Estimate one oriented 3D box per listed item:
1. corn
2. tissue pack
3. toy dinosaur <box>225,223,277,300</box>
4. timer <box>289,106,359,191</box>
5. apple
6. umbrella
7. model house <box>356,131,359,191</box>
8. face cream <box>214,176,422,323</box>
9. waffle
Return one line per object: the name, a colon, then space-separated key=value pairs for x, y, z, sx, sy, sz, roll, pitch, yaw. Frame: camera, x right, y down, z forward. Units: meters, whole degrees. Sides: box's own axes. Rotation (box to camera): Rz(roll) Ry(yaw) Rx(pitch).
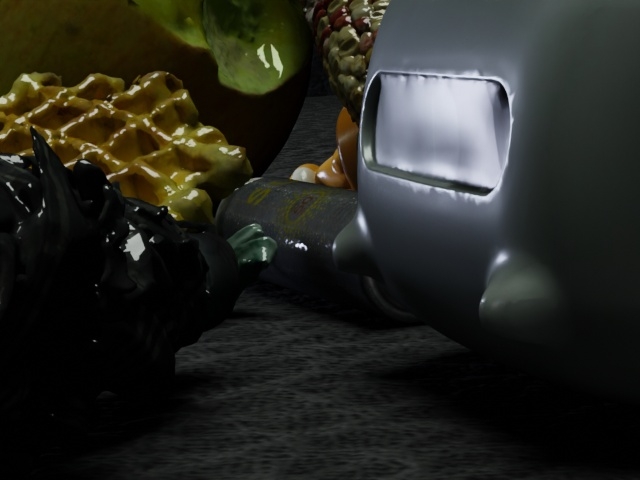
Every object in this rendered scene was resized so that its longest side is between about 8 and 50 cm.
corn: x=0.029 y=-0.174 z=1.301 sx=0.098 sy=0.098 sz=0.290 roll=-3 pitch=38 yaw=-7
tissue pack: x=0.147 y=-0.043 z=0.856 sx=0.236 sy=0.229 sz=0.333 roll=-2 pitch=7 yaw=-17
toy dinosaur: x=-0.188 y=-0.003 z=1.241 sx=0.383 sy=0.076 sz=0.129 roll=-2 pitch=26 yaw=26
timer: x=0.030 y=-0.053 z=1.545 sx=0.152 sy=0.132 sz=0.132 roll=-24 pitch=-4 yaw=28
apple: x=-0.182 y=-0.143 z=1.417 sx=0.339 sy=0.339 sz=0.339 roll=-2 pitch=7 yaw=0
umbrella: x=-0.121 y=0.040 z=0.807 sx=0.128 sy=0.154 sz=0.336 roll=40 pitch=1 yaw=16
model house: x=0.096 y=-0.024 z=1.245 sx=0.127 sy=0.100 sz=0.149 roll=-4 pitch=7 yaw=-10
face cream: x=0.000 y=0.000 z=1.199 sx=0.073 sy=0.073 sz=0.283 roll=-5 pitch=8 yaw=-23
waffle: x=-0.193 y=-0.022 z=1.146 sx=0.309 sy=0.065 sz=0.283 roll=-6 pitch=32 yaw=2
